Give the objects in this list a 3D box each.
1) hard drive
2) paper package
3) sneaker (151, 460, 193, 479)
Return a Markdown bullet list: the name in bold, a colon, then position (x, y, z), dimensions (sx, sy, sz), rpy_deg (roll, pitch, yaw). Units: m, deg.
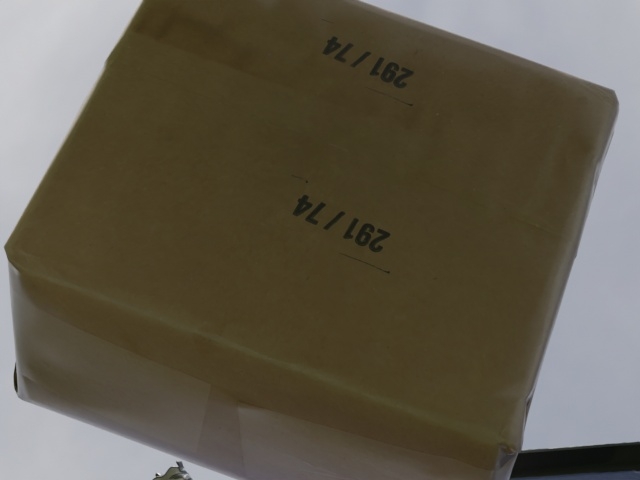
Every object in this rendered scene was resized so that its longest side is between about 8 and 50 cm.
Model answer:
- **hard drive**: position (0.165, 0.172, 1.166), dimensions (0.135, 0.094, 0.022), rpy_deg (-5, -119, 11)
- **paper package**: position (0.000, 0.000, 1.065), dimensions (0.325, 0.309, 0.168), rpy_deg (19, -35, 6)
- **sneaker**: position (-0.143, 0.246, 1.523), dimensions (0.098, 0.038, 0.069), rpy_deg (-56, -136, 26)
